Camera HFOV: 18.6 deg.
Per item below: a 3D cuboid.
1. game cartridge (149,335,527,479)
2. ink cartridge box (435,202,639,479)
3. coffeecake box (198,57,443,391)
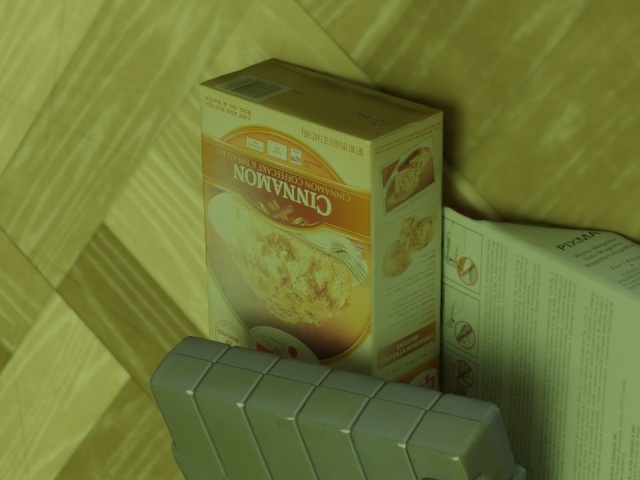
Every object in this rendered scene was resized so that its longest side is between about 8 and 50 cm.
[{"bbox_3d":[0.042,0.215,1.200,0.230,0.068,0.355,14,138,37],"label":"game cartridge"},{"bbox_3d":[0.132,0.077,1.147,0.232,0.066,0.189,33,130,48],"label":"ink cartridge box"},{"bbox_3d":[0.000,0.000,1.176,0.142,0.068,0.185,21,122,39],"label":"coffeecake box"}]
